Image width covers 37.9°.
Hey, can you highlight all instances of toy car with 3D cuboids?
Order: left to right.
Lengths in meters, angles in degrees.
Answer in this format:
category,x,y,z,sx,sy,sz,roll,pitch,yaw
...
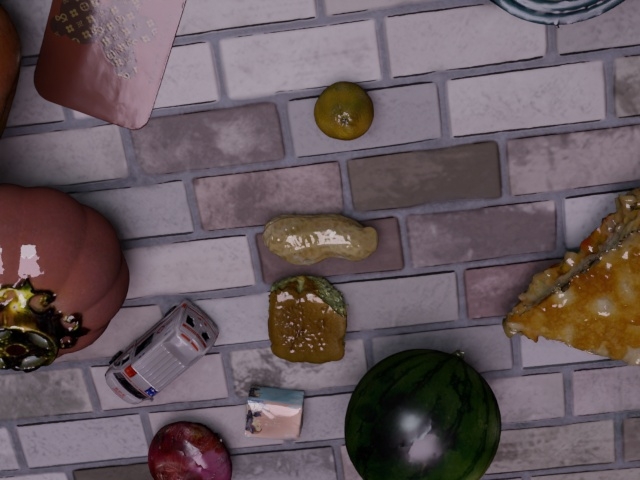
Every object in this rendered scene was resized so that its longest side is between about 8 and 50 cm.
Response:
category,x,y,z,sx,sy,sz,roll,pitch,yaw
toy car,-0.260,0.193,1.472,0.209,0.108,0.089,-39,105,17

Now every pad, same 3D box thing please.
category,x,y,z,sx,sy,sz,roll,pitch,yaw
pad,-0.298,-0.300,1.325,0.181,0.004,0.267,19,112,-6

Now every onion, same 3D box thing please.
category,x,y,z,sx,sy,sz,roll,pitch,yaw
onion,-0.230,0.381,1.533,0.150,0.140,0.150,7,112,18

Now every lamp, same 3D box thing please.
category,x,y,z,sx,sy,sz,roll,pitch,yaw
lamp,-0.429,0.065,1.336,0.305,0.240,0.305,-6,138,-5

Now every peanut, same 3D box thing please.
category,x,y,z,sx,sy,sz,roll,pitch,yaw
peanut,0.000,0.000,1.398,0.174,0.080,0.080,2,113,0

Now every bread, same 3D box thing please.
category,x,y,z,sx,sy,sz,roll,pitch,yaw
bread,-0.018,0.124,1.454,0.127,0.069,0.140,-2,114,2

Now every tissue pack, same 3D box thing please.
category,x,y,z,sx,sy,sz,roll,pitch,yaw
tissue pack,-0.074,0.283,1.528,0.094,0.059,0.074,5,111,0

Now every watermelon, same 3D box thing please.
category,x,y,z,sx,sy,sz,roll,pitch,yaw
watermelon,0.155,0.282,1.421,0.242,0.242,0.242,1,113,2

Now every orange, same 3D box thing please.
category,x,y,z,sx,sy,sz,roll,pitch,yaw
orange,0.033,-0.181,1.310,0.085,0.095,0.085,-1,108,-2

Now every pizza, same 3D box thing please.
category,x,y,z,sx,sy,sz,roll,pitch,yaw
pizza,0.466,0.055,1.380,0.406,0.130,0.440,-9,120,16

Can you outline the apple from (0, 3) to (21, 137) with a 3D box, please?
category,x,y,z,sx,sy,sz,roll,pitch,yaw
apple,-0.554,-0.209,1.192,0.305,0.338,0.338,20,113,-18

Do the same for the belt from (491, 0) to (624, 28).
category,x,y,z,sx,sy,sz,roll,pitch,yaw
belt,0.319,-0.482,1.129,0.300,0.173,0.437,15,112,-6
